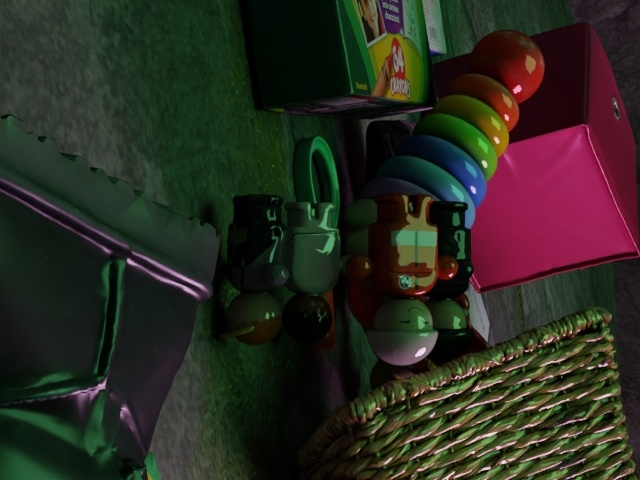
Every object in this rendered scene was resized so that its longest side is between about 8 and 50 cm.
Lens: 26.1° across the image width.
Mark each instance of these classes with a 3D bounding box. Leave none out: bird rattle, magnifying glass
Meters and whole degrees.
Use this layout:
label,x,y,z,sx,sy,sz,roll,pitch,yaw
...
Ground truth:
label,x,y,z,sx,sy,sz,roll,pitch,yaw
bird rattle,0.073,0.084,1.446,0.207,0.143,0.253,62,-7,20
magnifying glass,0.000,0.000,1.450,0.092,0.026,0.231,42,44,-63

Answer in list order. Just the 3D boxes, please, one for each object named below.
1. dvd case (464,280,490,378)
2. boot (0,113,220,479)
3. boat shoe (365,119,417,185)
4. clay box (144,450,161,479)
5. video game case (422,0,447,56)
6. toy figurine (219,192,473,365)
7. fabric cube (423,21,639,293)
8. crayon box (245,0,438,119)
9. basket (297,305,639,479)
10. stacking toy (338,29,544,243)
label,x,y,z,sx,sy,sz,roll,pitch,yaw
dvd case,0.210,0.141,2.012,0.253,0.022,0.180,-76,151,-50
boot,-0.211,0.163,0.609,0.367,0.146,0.445,24,71,-45
boat shoe,0.081,-0.035,1.648,0.070,0.078,0.219,-1,88,-38
clay box,-0.150,0.233,0.865,0.222,0.053,0.127,-45,123,-68
video game case,0.093,-0.371,1.823,0.269,0.061,0.244,-10,93,-72
toy figurine,0.028,0.036,1.233,0.213,0.210,0.148,3,87,-73
fabric cube,0.308,-0.121,2.009,0.258,0.259,0.254,-77,146,-49
crayon box,0.020,-0.297,1.504,0.363,0.106,0.313,-11,92,-72
basket,0.126,0.185,1.324,0.213,0.299,0.223,17,-56,64
stacking toy,0.160,-0.106,1.581,0.330,0.141,0.141,-55,142,-22
